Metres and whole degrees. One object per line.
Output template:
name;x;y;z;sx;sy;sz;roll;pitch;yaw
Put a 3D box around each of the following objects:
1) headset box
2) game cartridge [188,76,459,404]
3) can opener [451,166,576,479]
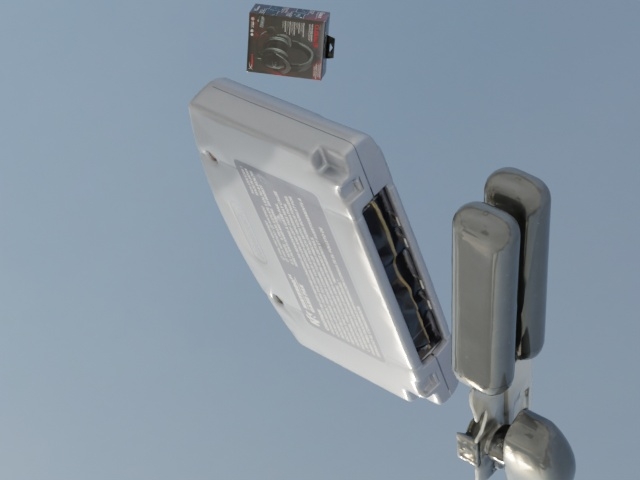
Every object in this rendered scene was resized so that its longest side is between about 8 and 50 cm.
headset box;-0.027;-0.191;1.595;0.083;0.032;0.062;9;-63;8
game cartridge;0.000;0.000;1.347;0.196;0.294;0.060;21;-123;38
can opener;0.143;0.078;1.133;0.095;0.076;0.283;27;-36;27
